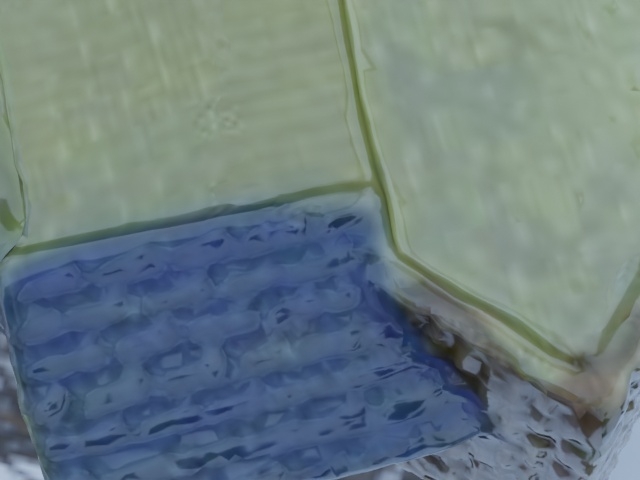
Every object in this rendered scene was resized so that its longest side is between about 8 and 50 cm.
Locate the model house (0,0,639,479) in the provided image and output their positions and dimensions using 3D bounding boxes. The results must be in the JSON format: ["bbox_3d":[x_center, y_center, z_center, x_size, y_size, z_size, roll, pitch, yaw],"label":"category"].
[{"bbox_3d":[0.000,0.000,0.789,0.261,0.321,0.266,88,169,-67],"label":"model house"}]
